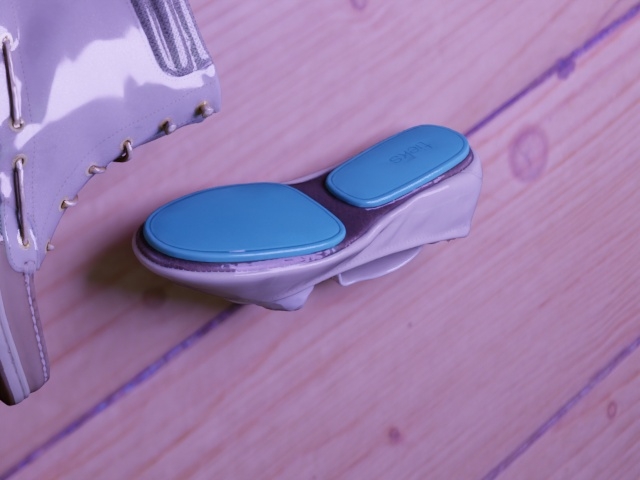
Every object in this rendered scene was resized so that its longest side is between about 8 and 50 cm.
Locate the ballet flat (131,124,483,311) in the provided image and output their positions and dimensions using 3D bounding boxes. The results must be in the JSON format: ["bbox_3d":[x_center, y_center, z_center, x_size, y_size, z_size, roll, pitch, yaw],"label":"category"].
[{"bbox_3d":[0.000,0.000,0.752,0.248,0.086,0.086,-19,111,-33],"label":"ballet flat"}]

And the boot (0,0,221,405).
[{"bbox_3d":[-0.126,-0.036,0.648,0.165,0.077,0.213,-22,113,-34],"label":"boot"}]
